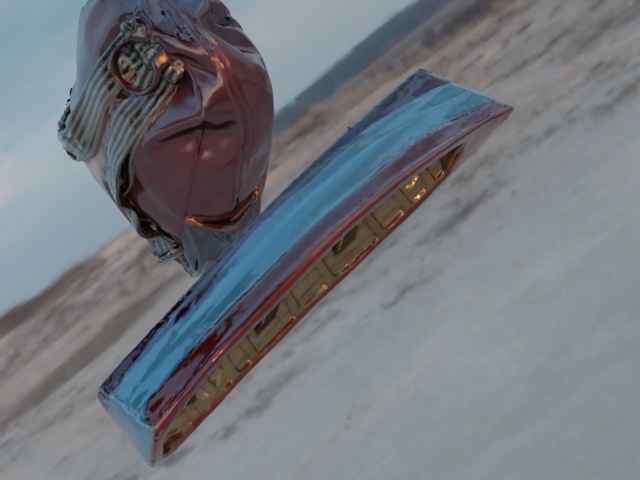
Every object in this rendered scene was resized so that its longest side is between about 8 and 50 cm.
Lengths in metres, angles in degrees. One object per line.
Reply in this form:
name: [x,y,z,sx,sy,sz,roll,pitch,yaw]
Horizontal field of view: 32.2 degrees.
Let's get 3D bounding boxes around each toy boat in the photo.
toy boat: [0.000,0.000,0.795,0.392,0.079,0.136,-46,-11,-26]

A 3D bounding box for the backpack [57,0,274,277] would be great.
backpack: [-0.159,-0.134,1.164,0.197,0.283,0.317,-33,-16,-23]
